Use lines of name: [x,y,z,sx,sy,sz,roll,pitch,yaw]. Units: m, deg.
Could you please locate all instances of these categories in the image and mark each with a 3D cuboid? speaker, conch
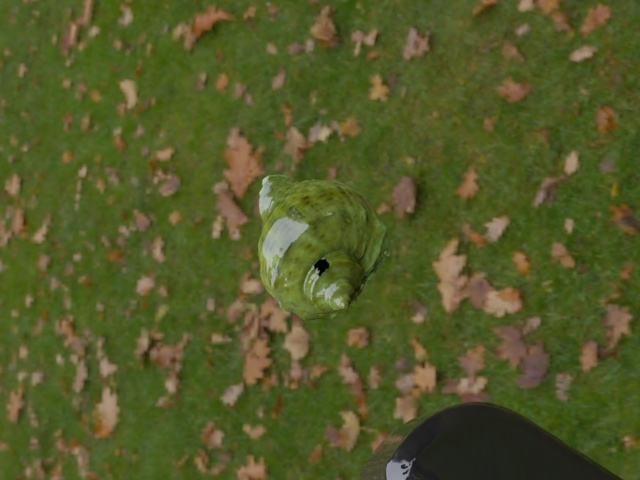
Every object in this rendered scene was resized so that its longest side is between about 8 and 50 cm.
speaker: [0.244,0.244,0.915,0.184,0.388,0.180,-58,-2,-15]
conch: [0.000,0.000,0.659,0.121,0.089,0.074,-117,32,-42]
